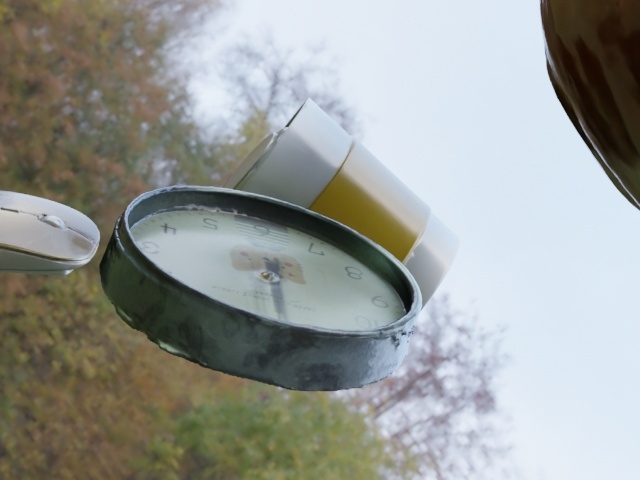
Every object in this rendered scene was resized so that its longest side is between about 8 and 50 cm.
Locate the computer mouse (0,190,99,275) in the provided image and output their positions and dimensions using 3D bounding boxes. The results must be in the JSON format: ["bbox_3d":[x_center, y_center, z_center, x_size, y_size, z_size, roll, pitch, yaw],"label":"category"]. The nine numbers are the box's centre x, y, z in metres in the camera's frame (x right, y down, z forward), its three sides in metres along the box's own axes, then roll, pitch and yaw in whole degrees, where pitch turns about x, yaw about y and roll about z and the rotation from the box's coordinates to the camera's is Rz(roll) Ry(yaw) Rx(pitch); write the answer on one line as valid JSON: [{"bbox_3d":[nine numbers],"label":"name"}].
[{"bbox_3d":[-0.284,-0.008,1.004,0.102,0.199,0.045,-85,178,-65],"label":"computer mouse"}]

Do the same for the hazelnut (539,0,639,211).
[{"bbox_3d":[0.327,-0.168,0.923,0.372,0.315,0.372,-176,-90,-70],"label":"hazelnut"}]

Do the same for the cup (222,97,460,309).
[{"bbox_3d":[0.000,0.000,1.246,0.226,0.185,0.241,36,-34,-5],"label":"cup"}]

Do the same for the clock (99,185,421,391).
[{"bbox_3d":[-0.040,0.026,0.849,0.226,0.226,0.049,37,-63,42],"label":"clock"}]
